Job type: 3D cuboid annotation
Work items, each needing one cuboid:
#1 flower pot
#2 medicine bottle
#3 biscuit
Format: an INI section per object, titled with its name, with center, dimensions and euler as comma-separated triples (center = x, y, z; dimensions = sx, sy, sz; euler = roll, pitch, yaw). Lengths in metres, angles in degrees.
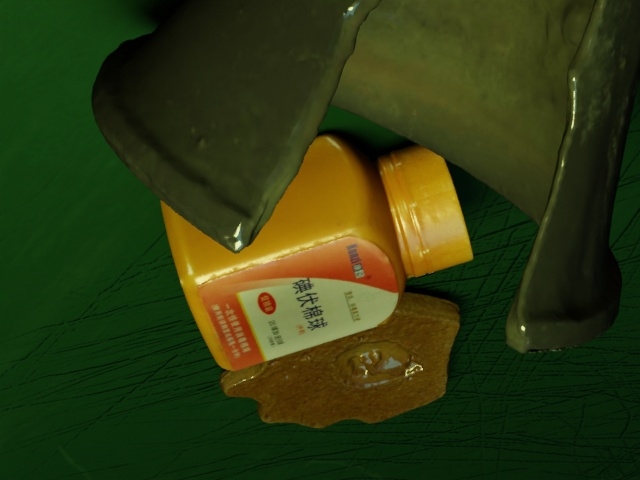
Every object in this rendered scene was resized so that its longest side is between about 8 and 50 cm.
[flower pot]
center = 0.068, -0.133, 1.260
dimensions = 0.379, 0.379, 0.251
euler = 9, 115, -32
[medicine bottle]
center = 0.000, 0.001, 1.539
dimensions = 0.222, 0.112, 0.149
euler = -18, 144, 1
[biscuit]
center = 0.015, 0.108, 1.755
dimensions = 0.215, 0.034, 0.182
euler = -7, 142, -10
